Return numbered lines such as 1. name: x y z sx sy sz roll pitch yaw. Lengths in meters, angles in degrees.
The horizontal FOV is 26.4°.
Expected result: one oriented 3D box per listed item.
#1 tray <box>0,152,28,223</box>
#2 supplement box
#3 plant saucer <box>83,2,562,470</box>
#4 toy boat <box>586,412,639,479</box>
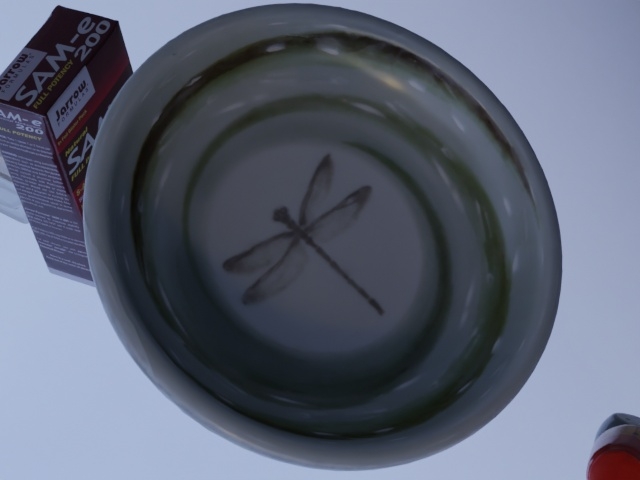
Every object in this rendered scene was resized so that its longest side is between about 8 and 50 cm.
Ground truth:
1. tray: -0.427 -0.089 1.652 0.270 0.145 0.030 29 -119 -28
2. supplement box: -0.219 -0.080 1.256 0.239 0.073 0.130 80 -147 -50
3. plant saucer: 0.000 0.000 1.127 0.400 0.100 0.401 6 -113 -15
4. toy boat: 0.290 0.274 1.002 0.318 0.267 0.148 63 -162 8
